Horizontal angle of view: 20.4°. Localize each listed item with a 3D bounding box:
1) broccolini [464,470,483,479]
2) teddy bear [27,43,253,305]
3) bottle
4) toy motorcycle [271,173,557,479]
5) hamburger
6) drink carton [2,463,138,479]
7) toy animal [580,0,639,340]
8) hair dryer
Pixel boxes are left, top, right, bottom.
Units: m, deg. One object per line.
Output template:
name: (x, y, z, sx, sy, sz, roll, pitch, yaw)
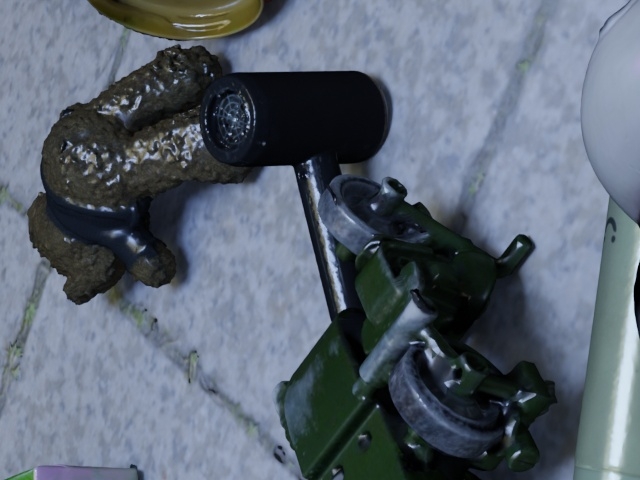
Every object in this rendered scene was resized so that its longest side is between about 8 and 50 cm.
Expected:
broccolini: (0.080, 0.154, 1.161, 0.140, 0.035, 0.030, 35, 105, 51)
teddy bear: (-0.169, -0.057, 1.452, 0.251, 0.129, 0.182, -50, 44, 32)
bottle: (0.188, 0.066, 1.012, 0.072, 0.072, 0.201, 3, 84, 52)
toy motorcycle: (0.047, 0.098, 1.122, 0.205, 0.127, 0.275, -56, 32, 29)
hamburger: (-0.107, -0.250, 1.405, 0.175, 0.175, 0.136, -20, 55, 48)
drink carton: (-0.260, 0.289, 1.504, 0.271, 0.108, 0.161, -25, 65, 45)
toy animal: (0.227, -0.032, 0.893, 0.165, 0.187, 0.235, -33, 57, 48)
hair dryer: (0.000, 0.000, 1.243, 0.070, 0.128, 0.255, -26, 73, 45)
